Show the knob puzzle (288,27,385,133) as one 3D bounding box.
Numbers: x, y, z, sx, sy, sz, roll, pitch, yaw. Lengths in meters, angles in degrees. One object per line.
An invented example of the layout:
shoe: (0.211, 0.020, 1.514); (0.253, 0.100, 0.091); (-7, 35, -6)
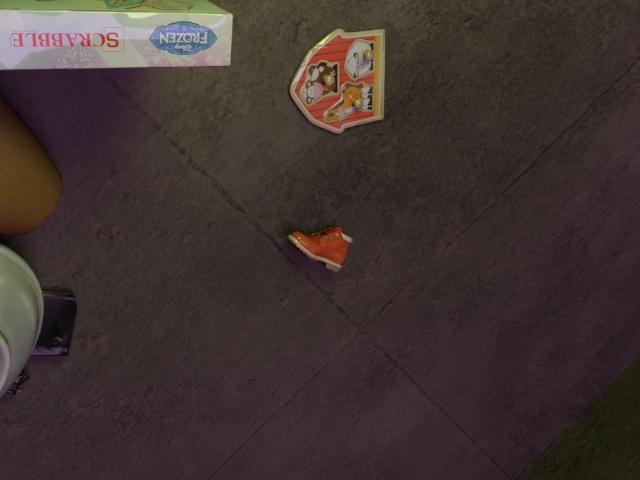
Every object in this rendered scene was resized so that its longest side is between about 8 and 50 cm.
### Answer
knob puzzle: (0.035, -0.281, 1.241); (0.213, 0.030, 0.213); (-14, 123, -23)

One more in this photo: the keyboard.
keyboard: (-0.572, 0.165, 1.133); (0.317, 0.033, 0.201); (7, 107, -32)

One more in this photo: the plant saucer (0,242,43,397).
plant saucer: (-0.561, 0.181, 0.973); (0.400, 0.101, 0.400); (-37, 147, -30)

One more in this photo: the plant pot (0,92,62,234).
plant pot: (-0.480, -0.112, 0.924); (0.237, 0.237, 0.254); (-47, 144, 0)

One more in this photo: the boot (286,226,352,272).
boot: (0.000, 0.000, 1.366); (0.158, 0.059, 0.084); (26, 98, -47)

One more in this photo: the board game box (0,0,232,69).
board game box: (-0.313, -0.282, 0.848); (0.318, 0.318, 0.065); (-8, 121, -26)
